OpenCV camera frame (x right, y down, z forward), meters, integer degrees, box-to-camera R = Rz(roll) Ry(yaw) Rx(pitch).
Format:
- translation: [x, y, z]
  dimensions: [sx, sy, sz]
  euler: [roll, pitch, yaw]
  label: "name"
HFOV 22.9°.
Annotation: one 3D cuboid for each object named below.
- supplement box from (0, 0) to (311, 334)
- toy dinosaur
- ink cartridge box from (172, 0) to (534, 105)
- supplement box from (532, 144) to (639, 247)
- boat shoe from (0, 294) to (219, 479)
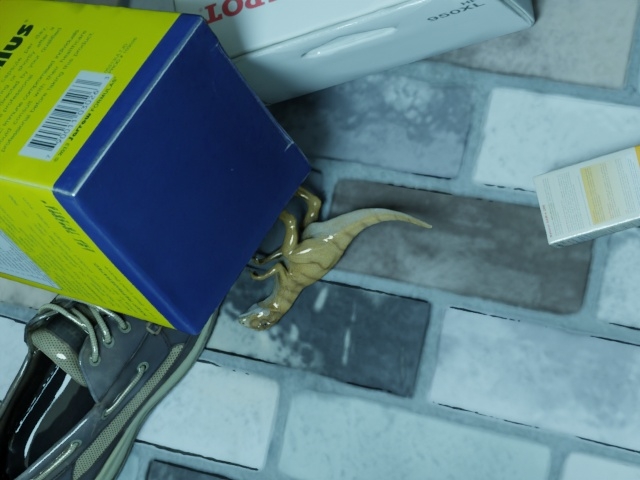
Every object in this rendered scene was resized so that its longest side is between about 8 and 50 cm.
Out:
- translation: [-0.224, -0.079, 1.404]
  dimensions: [0.356, 0.194, 0.195]
  euler: [13, 61, 42]
  label: "supplement box"
- translation: [0.000, 0.000, 1.452]
  dimensions: [0.211, 0.064, 0.112]
  euler: [-41, 87, 25]
  label: "toy dinosaur"
- translation: [0.006, -0.351, 1.425]
  dimensions: [0.285, 0.166, 0.395]
  euler: [-15, 77, 24]
  label: "ink cartridge box"
- translation: [0.237, -0.036, 1.348]
  dimensions: [0.098, 0.036, 0.062]
  euler: [-16, 77, 22]
  label: "supplement box"
- translation: [-0.204, 0.105, 1.485]
  dimensions: [0.132, 0.130, 0.355]
  euler: [28, 96, 25]
  label: "boat shoe"
